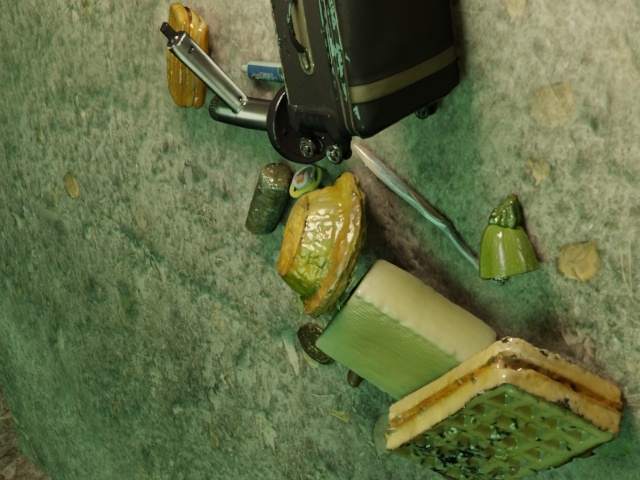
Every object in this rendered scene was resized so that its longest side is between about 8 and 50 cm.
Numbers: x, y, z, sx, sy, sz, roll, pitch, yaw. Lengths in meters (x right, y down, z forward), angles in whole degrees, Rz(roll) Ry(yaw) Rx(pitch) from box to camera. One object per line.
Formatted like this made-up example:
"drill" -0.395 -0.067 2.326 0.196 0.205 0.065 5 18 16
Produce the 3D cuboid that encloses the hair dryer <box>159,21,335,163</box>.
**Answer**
"hair dryer" -0.163 -0.266 1.731 0.320 0.284 0.155 19 86 42

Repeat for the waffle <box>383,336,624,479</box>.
"waffle" 0.306 0.317 1.643 0.261 0.114 0.376 25 142 -19

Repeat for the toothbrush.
"toothbrush" 0.191 -0.052 1.676 0.375 0.028 0.037 43 134 16

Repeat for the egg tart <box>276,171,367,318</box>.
"egg tart" 0.000 0.000 1.738 0.118 0.288 0.288 17 141 -12

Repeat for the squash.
"squash" 0.302 -0.008 1.552 0.105 0.105 0.132 -4 99 48

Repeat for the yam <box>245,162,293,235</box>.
"yam" -0.107 -0.081 1.935 0.078 0.078 0.179 43 139 17

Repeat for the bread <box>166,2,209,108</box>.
"bread" -0.267 -0.372 1.880 0.116 0.077 0.200 -114 26 -54

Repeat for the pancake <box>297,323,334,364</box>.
"pancake" -0.009 0.235 2.106 0.115 0.011 0.115 27 133 32

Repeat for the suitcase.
"suitcase" 0.062 -0.353 1.400 0.194 0.283 0.434 16 126 44

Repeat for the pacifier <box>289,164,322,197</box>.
"pacifier" -0.021 -0.111 1.851 0.083 0.068 0.064 -25 132 31

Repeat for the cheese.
"cheese" 0.156 0.184 1.748 0.265 0.124 0.242 33 138 -1

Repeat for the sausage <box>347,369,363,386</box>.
"sausage" 0.081 0.240 1.992 0.043 0.043 0.186 30 136 30

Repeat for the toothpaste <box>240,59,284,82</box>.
"toothpaste" -0.081 -0.320 1.773 0.197 0.035 0.057 14 142 39
